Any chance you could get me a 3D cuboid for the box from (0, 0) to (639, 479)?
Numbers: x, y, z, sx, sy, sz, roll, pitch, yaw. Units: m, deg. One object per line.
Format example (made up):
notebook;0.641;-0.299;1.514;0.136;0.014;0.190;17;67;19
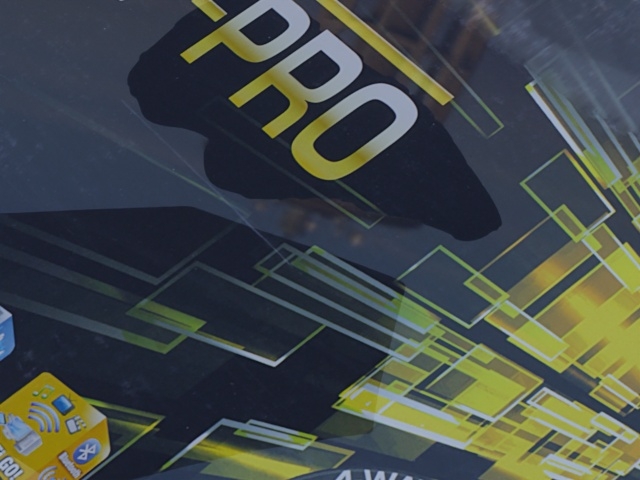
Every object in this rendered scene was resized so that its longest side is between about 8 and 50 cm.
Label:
box;0.000;0.000;0.571;0.395;0.318;0.097;44;158;28
